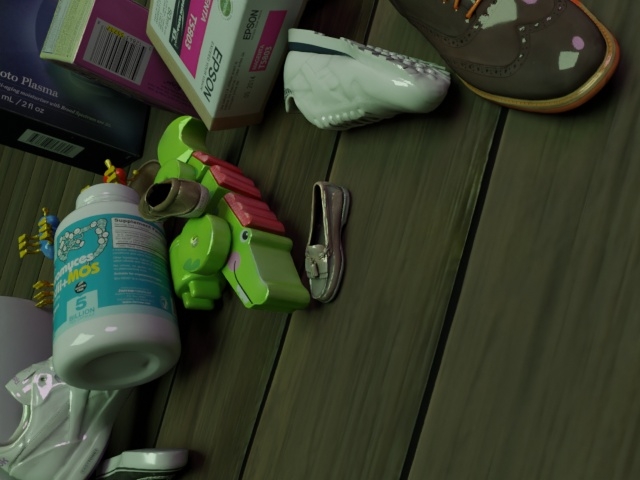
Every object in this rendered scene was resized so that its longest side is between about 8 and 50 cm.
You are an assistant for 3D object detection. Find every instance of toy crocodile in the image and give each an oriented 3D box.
[{"bbox_3d":[-0.112,-0.037,0.616,0.105,0.115,0.340,-57,43,17],"label":"toy crocodile"}]

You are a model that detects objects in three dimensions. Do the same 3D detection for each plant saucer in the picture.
[{"bbox_3d":[-0.292,-0.037,0.872,0.198,0.036,0.199,-17,65,43],"label":"plant saucer"}]

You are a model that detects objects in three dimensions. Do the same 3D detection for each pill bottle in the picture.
[{"bbox_3d":[-0.273,0.050,0.686,0.146,0.146,0.264,-43,50,30],"label":"pill bottle"}]

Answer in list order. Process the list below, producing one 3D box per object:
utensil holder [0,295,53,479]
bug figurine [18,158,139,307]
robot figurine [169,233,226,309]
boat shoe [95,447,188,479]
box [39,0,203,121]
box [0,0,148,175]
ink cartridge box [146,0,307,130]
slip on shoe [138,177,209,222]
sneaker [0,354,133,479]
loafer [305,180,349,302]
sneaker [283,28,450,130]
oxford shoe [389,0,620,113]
[{"bbox_3d":[-0.540,0.326,0.804,0.327,0.327,0.386,-47,47,26],"label":"utensil holder"},{"bbox_3d":[-0.406,-0.002,0.887,0.279,0.072,0.216,-26,66,26],"label":"bug figurine"},{"bbox_3d":[-0.163,0.035,0.683,0.101,0.067,0.115,-55,43,36],"label":"robot figurine"},{"bbox_3d":[-0.231,0.310,0.664,0.219,0.077,0.070,-35,52,45],"label":"boat shoe"},{"bbox_3d":[-0.305,-0.299,0.839,0.243,0.213,0.117,28,98,48],"label":"box"},{"bbox_3d":[-0.497,-0.321,0.995,0.182,0.296,0.294,-12,68,45],"label":"box"},{"bbox_3d":[-0.121,-0.286,0.632,0.193,0.088,0.235,56,142,18],"label":"ink cartridge box"},{"bbox_3d":[-0.173,-0.046,0.566,0.135,0.041,0.052,7,77,48],"label":"slip on shoe"},{"bbox_3d":[-0.328,0.180,0.718,0.114,0.152,0.305,-21,41,51],"label":"sneaker"},{"bbox_3d":[0.000,0.000,0.538,0.045,0.039,0.125,-4,74,47],"label":"loafer"},{"bbox_3d":[0.037,-0.153,0.531,0.235,0.090,0.095,38,118,51],"label":"sneaker"},{"bbox_3d":[0.119,-0.193,0.428,0.097,0.098,0.271,-54,44,20],"label":"oxford shoe"}]
